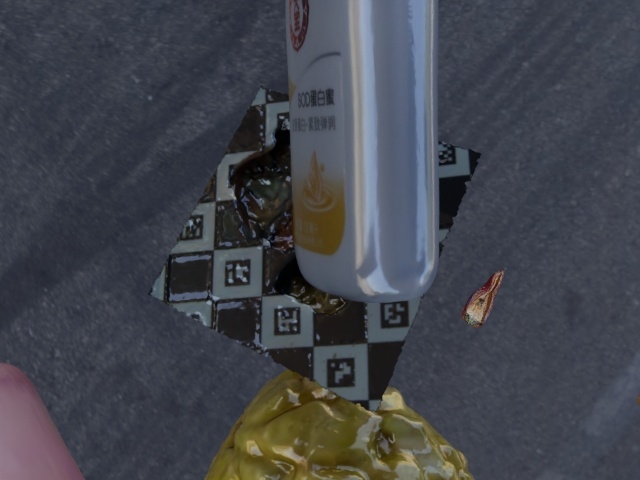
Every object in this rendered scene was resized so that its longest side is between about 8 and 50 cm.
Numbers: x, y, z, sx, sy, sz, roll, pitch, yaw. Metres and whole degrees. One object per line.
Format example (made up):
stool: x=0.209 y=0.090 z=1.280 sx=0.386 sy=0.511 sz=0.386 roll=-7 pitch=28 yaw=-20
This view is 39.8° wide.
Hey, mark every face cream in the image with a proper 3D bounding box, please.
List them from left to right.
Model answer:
face cream: x=0.021 y=-0.116 z=0.492 sx=0.071 sy=0.144 sz=0.291 roll=-3 pitch=99 yaw=-17

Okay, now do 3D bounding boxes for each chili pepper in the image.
chili pepper: x=0.287 y=0.099 z=1.550 sx=0.045 sy=0.027 sz=0.178 roll=36 pitch=47 yaw=4

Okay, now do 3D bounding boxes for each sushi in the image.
sushi: x=0.000 y=0.000 z=0.976 sx=0.294 sy=0.292 sz=0.059 roll=-63 pitch=158 yaw=-11

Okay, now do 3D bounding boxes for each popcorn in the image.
popcorn: x=0.017 y=0.351 z=1.136 sx=0.354 sy=0.344 sz=0.390 roll=-38 pitch=148 yaw=-3

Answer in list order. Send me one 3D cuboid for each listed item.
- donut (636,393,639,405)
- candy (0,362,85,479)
donut: x=0.502 y=0.220 z=0.981 sx=0.108 sy=0.277 sz=0.277 roll=-49 pitch=119 yaw=-9
candy: x=-0.209 y=0.139 z=0.314 sx=0.255 sy=0.255 sz=0.094 roll=-29 pitch=82 yaw=-17
